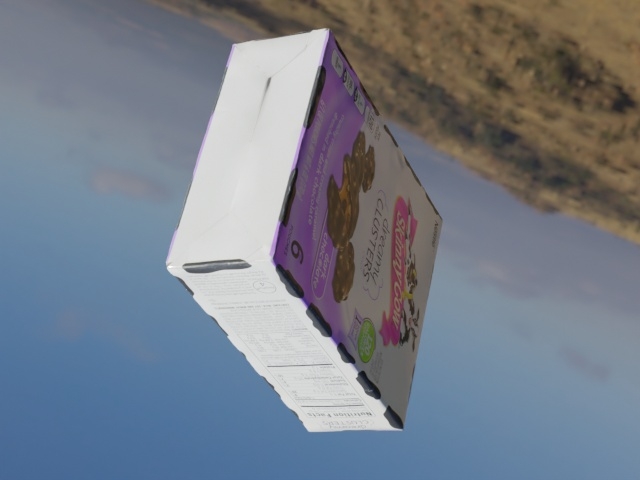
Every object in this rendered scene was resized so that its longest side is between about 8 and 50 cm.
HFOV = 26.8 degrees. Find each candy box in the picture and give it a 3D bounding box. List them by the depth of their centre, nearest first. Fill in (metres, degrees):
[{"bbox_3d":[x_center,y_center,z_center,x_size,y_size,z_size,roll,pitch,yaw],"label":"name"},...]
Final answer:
[{"bbox_3d":[0.000,0.000,0.814,0.070,0.164,0.196,-5,144,26],"label":"candy box"}]
